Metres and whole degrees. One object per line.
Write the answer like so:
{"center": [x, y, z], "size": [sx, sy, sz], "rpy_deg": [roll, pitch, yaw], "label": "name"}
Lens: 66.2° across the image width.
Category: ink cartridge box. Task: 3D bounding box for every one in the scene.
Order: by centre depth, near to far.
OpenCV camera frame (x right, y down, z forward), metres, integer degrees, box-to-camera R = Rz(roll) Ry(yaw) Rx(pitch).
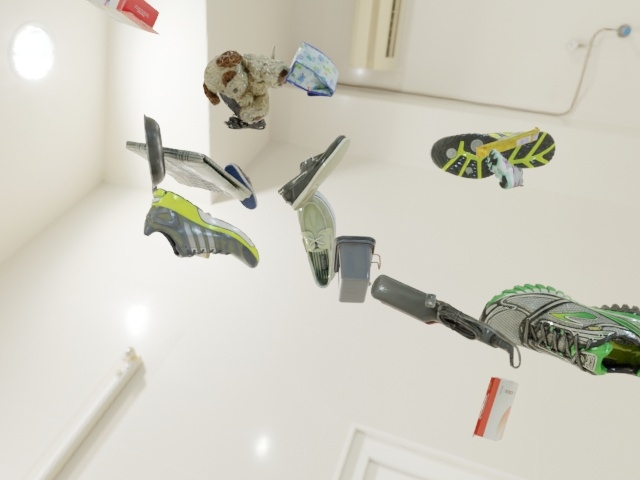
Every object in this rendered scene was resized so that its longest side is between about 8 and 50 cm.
{"center": [0.411, 0.392, 1.143], "size": [0.179, 0.045, 0.145], "rpy_deg": [29, -101, -59], "label": "ink cartridge box"}
{"center": [-0.626, -0.756, 1.592], "size": [0.078, 0.231, 0.134], "rpy_deg": [-65, -25, 3], "label": "ink cartridge box"}

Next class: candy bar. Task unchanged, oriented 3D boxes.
{"center": [0.459, -0.238, 1.199], "size": [0.040, 0.161, 0.018], "rpy_deg": [69, -176, -50], "label": "candy bar"}

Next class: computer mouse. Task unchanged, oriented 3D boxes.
{"center": [-0.308, -0.505, 1.720], "size": [0.188, 0.072, 0.272], "rpy_deg": [-20, -91, -54], "label": "computer mouse"}

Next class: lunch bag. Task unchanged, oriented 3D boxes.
{"center": [-0.018, -0.515, 1.507], "size": [0.096, 0.151, 0.129], "rpy_deg": [-51, 21, 48], "label": "lunch bag"}

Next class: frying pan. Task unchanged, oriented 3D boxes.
{"center": [-0.456, -0.191, 1.367], "size": [0.197, 0.053, 0.326], "rpy_deg": [-114, 22, -47], "label": "frying pan"}

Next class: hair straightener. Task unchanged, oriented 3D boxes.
{"center": [0.163, 0.107, 0.672], "size": [0.047, 0.230, 0.089], "rpy_deg": [-59, -35, -2], "label": "hair straightener"}

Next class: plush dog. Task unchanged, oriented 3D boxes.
{"center": [-0.257, -0.521, 1.547], "size": [0.225, 0.211, 0.262], "rpy_deg": [-7, -24, -37], "label": "plush dog"}

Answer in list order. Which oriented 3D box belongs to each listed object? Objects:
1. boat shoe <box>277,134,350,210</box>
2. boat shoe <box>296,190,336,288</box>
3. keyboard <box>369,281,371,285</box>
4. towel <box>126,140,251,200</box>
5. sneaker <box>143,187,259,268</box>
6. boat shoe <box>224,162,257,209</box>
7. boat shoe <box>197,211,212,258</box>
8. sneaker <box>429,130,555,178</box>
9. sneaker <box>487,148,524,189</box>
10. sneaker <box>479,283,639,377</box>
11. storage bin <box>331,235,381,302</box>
{"center": [-0.017, -0.183, 1.250], "size": [0.233, 0.079, 0.084], "rpy_deg": [-47, -13, 17], "label": "boat shoe"}
{"center": [0.000, 0.000, 1.425], "size": [0.094, 0.109, 0.302], "rpy_deg": [-82, -20, -60], "label": "boat shoe"}
{"center": [0.121, 0.087, 1.736], "size": [0.023, 0.180, 0.108], "rpy_deg": [-11, -24, -51], "label": "keyboard"}
{"center": [-0.416, -0.215, 1.581], "size": [0.324, 0.312, 0.056], "rpy_deg": [39, -113, -65], "label": "towel"}
{"center": [-0.286, 0.000, 1.180], "size": [0.121, 0.300, 0.111], "rpy_deg": [-65, 18, -16], "label": "sneaker"}
{"center": [-0.273, -0.198, 1.758], "size": [0.183, 0.066, 0.066], "rpy_deg": [63, -160, -15], "label": "boat shoe"}
{"center": [-0.317, -0.020, 1.289], "size": [0.170, 0.059, 0.063], "rpy_deg": [-106, 27, -52], "label": "boat shoe"}
{"center": [0.532, -0.273, 1.563], "size": [0.147, 0.384, 0.145], "rpy_deg": [-110, 19, -78], "label": "sneaker"}
{"center": [0.403, -0.153, 1.049], "size": [0.038, 0.069, 0.098], "rpy_deg": [128, 132, -59], "label": "sneaker"}
{"center": [0.491, 0.180, 0.964], "size": [0.146, 0.343, 0.134], "rpy_deg": [-51, -37, -59], "label": "sneaker"}
{"center": [0.073, 0.065, 0.992], "size": [0.135, 0.098, 0.091], "rpy_deg": [93, 178, -58], "label": "storage bin"}
